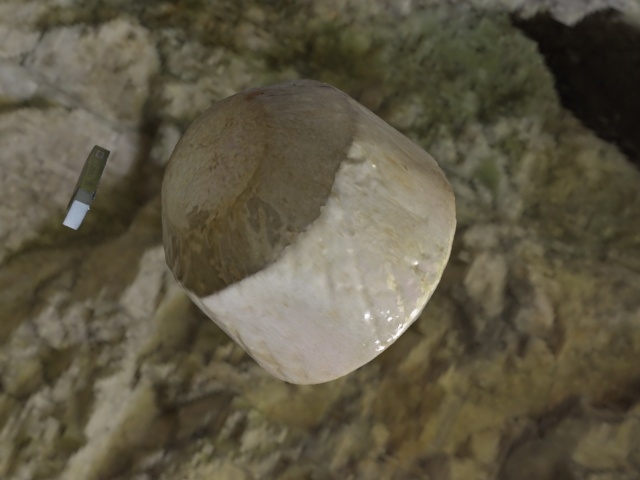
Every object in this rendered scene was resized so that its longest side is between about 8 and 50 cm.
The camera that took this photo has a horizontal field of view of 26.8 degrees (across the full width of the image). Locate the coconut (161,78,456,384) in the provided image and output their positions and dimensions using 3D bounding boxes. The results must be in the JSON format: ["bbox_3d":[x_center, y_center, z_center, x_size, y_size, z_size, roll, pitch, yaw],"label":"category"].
[{"bbox_3d":[0.000,0.000,1.372,0.329,0.329,0.329,27,174,3],"label":"coconut"}]

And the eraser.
[{"bbox_3d":[-0.221,-0.050,1.268,0.019,0.038,0.083,27,-141,-14],"label":"eraser"}]
